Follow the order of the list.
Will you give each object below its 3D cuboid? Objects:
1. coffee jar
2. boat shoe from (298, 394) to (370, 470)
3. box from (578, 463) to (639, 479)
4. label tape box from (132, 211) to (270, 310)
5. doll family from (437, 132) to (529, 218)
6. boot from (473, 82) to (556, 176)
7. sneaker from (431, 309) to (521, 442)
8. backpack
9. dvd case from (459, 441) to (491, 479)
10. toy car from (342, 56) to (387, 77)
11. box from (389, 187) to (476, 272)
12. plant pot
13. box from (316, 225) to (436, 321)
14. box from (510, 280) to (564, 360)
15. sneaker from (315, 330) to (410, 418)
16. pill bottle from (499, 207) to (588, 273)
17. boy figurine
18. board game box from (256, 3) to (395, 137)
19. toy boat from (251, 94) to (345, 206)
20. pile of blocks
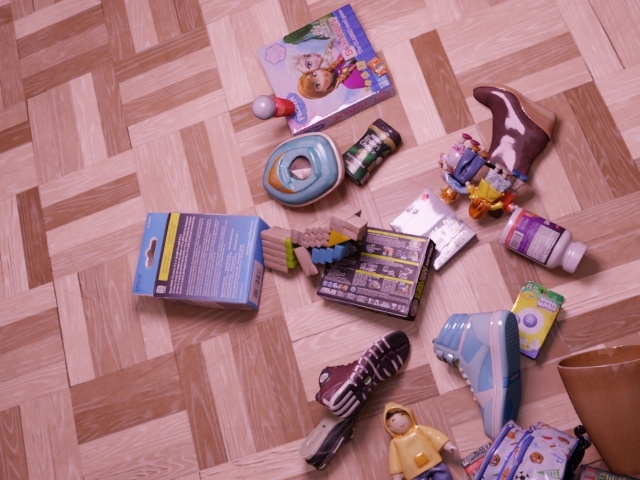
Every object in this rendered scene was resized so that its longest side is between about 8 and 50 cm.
[{"bbox_3d":[0.136,-0.249,1.936,0.096,0.079,0.184,42,87,21],"label":"coffee jar"},{"bbox_3d":[0.048,0.475,1.755,0.079,0.084,0.233,45,80,-16],"label":"boat shoe"},{"bbox_3d":[0.688,0.589,1.564,0.207,0.036,0.114,10,76,17],"label":"box"},{"bbox_3d":[-0.332,0.056,1.950,0.348,0.115,0.249,2,74,18],"label":"label tape box"},{"bbox_3d":[0.394,-0.152,1.803,0.263,0.118,0.163,42,120,22],"label":"doll family"},{"bbox_3d":[0.483,-0.296,1.853,0.248,0.090,0.206,29,81,17],"label":"boot"},{"bbox_3d":[0.373,0.323,1.694,0.208,0.127,0.318,0,88,36],"label":"sneaker"},{"bbox_3d":[0.442,0.526,1.491,0.213,0.263,0.276,18,99,19],"label":"backpack"},{"bbox_3d":[0.402,0.557,1.660,0.087,0.013,0.119,-35,68,2],"label":"dvd case"},{"bbox_3d":[0.123,-0.481,1.959,0.122,0.040,0.060,-23,70,5],"label":"toy car"},{"bbox_3d":[0.298,-0.028,1.849,0.145,0.038,0.186,-44,69,-1],"label":"box"},{"bbox_3d":[0.678,0.379,1.549,0.237,0.237,0.254,-13,87,10],"label":"plant pot"},{"bbox_3d":[0.144,0.077,1.818,0.270,0.060,0.216,11,76,29],"label":"box"},{"bbox_3d":[0.523,0.194,1.723,0.105,0.043,0.179,25,80,20],"label":"box"},{"bbox_3d":[0.089,0.320,1.770,0.281,0.106,0.162,-40,24,-26],"label":"sneaker"},{"bbox_3d":[0.559,0.004,1.734,0.194,0.108,0.108,29,83,20],"label":"pill bottle"},{"bbox_3d":[0.241,0.516,1.674,0.177,0.092,0.285,-27,72,8],"label":"boy figurine"},{"bbox_3d":[0.010,-0.496,2.049,0.318,0.066,0.318,-26,69,6],"label":"board game box"},{"bbox_3d":[-0.087,-0.249,1.907,0.268,0.148,0.318,-24,85,35],"label":"toy boat"},{"bbox_3d":[0.000,0.000,1.845,0.362,0.113,0.149,-13,105,41],"label":"pile of blocks"}]
